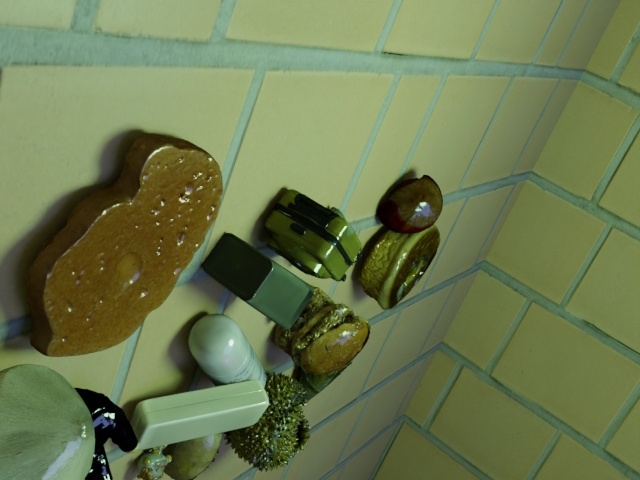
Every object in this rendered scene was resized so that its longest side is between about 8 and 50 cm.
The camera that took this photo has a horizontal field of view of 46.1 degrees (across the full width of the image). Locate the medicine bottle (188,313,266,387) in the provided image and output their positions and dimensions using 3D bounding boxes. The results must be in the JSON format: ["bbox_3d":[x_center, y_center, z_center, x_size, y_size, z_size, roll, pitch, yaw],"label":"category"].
[{"bbox_3d":[-0.226,0.286,1.828,0.130,0.130,0.341,-48,156,-17],"label":"medicine bottle"}]

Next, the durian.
[{"bbox_3d":[-0.145,0.506,2.153,0.293,0.258,0.258,-53,158,-32],"label":"durian"}]

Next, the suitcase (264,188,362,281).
[{"bbox_3d":[-0.019,0.001,1.778,0.143,0.194,0.235,-55,157,-9],"label":"suitcase"}]

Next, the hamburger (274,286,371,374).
[{"bbox_3d":[0.001,0.261,2.142,0.245,0.211,0.260,-21,144,-44],"label":"hamburger"}]

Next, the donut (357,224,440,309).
[{"bbox_3d":[0.248,0.068,2.421,0.330,0.160,0.330,-42,148,-35],"label":"donut"}]

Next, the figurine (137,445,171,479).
[{"bbox_3d":[-0.413,0.534,1.879,0.101,0.068,0.143,-22,127,-57],"label":"figurine"}]

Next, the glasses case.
[{"bbox_3d":[-0.284,0.410,1.780,0.313,0.070,0.131,-5,144,-30],"label":"glasses case"}]

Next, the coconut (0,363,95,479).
[{"bbox_3d":[-0.484,0.324,1.206,0.266,0.237,0.237,-19,159,12],"label":"coconut"}]

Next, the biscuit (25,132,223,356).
[{"bbox_3d":[-0.343,0.020,1.345,0.455,0.078,0.349,-51,153,-12],"label":"biscuit"}]

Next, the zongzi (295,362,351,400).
[{"bbox_3d":[-0.028,0.413,2.376,0.274,0.125,0.250,-44,155,-12],"label":"zongzi"}]

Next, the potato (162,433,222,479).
[{"bbox_3d":[-0.341,0.534,1.950,0.100,0.120,0.261,16,106,-58],"label":"potato"}]

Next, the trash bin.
[{"bbox_3d":[-0.142,0.090,1.710,0.122,0.164,0.240,-55,153,-5],"label":"trash bin"}]

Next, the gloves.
[{"bbox_3d":[-0.462,0.424,1.523,0.197,0.152,0.300,-30,121,-34],"label":"gloves"}]

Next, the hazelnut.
[{"bbox_3d":[0.270,-0.106,2.266,0.202,0.160,0.170,-11,128,-7],"label":"hazelnut"}]

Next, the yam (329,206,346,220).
[{"bbox_3d":[0.000,0.000,1.963,0.179,0.078,0.078,-52,156,-17],"label":"yam"}]
